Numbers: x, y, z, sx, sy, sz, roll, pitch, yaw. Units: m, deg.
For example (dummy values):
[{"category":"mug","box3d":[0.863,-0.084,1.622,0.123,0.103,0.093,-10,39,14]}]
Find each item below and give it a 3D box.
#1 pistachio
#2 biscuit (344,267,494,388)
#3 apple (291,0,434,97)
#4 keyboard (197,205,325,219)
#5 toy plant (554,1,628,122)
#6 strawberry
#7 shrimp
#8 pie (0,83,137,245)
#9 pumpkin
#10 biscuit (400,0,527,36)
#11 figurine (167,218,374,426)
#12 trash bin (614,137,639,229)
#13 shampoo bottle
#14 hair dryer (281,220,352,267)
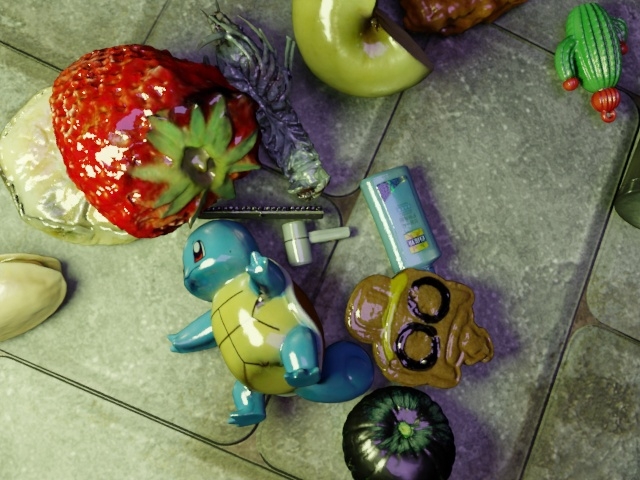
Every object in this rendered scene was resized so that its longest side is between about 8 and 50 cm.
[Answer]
[{"category":"pistachio","box3d":[-0.539,0.093,0.977,0.223,0.126,0.152,-26,123,-15]},{"category":"biscuit","box3d":[0.183,0.156,1.045,0.290,0.041,0.209,18,76,-10]},{"category":"apple","box3d":[0.066,-0.408,1.068,0.233,0.258,0.295,-14,124,9]},{"category":"keyboard","box3d":[-0.109,-0.050,1.074,0.230,0.093,0.025,-1,92,-9]},{"category":"toy plant","box3d":[0.564,-0.376,1.230,0.154,0.088,0.241,15,83,-8]},{"category":"strawberry","box3d":[-0.263,-0.161,0.933,0.291,0.310,0.292,-16,121,-29]},{"category":"shrimp","box3d":[-0.113,-0.260,1.085,0.221,0.166,0.411,-30,101,10]},{"category":"pie","box3d":[-0.407,-0.153,1.058,0.337,0.075,0.338,1,82,-7]},{"category":"pumpkin","box3d":[0.133,0.351,1.016,0.201,0.140,0.202,4,50,-5]},{"category":"biscuit","box3d":[0.268,-0.586,1.210,0.318,0.110,0.312,-27,88,-11]},{"category":"figurine","box3d":[-0.088,0.149,0.987,0.416,0.298,0.243,43,44,-2]},{"category":"trash bin","box3d":[0.736,-0.173,1.165,0.251,0.203,0.302,24,77,9]},{"category":"shampoo bottle","box3d":[0.166,-0.009,1.125,0.103,0.061,0.259,-20,85,-14]},{"category":"hair dryer","box3d":[0.000,0.000,1.111,0.137,0.047,0.082,-10,83,-17]}]
